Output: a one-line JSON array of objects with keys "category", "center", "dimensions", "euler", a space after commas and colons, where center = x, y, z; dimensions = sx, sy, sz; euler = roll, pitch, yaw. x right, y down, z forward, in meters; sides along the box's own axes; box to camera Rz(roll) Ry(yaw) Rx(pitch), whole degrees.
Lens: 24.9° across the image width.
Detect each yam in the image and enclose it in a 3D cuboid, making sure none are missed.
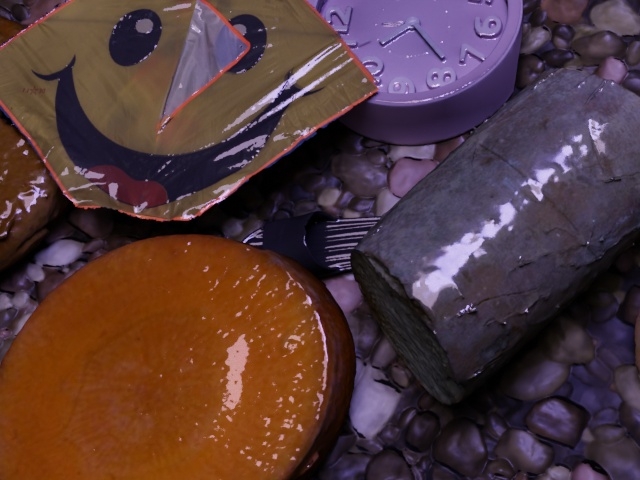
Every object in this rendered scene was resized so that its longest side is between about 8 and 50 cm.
[{"category": "yam", "center": [0.151, -0.011, 1.129], "dimensions": [0.268, 0.161, 0.161], "euler": [-43, 63, -12]}]

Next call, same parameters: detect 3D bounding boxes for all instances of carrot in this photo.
[{"category": "carrot", "center": [-0.122, 0.123, 1.144], "dimensions": [0.307, 0.100, 0.258], "euler": [-26, 64, 11]}]

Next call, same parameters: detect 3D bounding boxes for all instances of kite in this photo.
[{"category": "kite", "center": [-0.128, -0.161, 1.272], "dimensions": [0.377, 0.013, 0.328], "euler": [7, 64, 15]}]

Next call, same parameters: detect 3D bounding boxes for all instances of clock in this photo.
[{"category": "clock", "center": [0.083, -0.185, 1.287], "dimensions": [0.196, 0.068, 0.197], "euler": [-5, 62, 9]}]

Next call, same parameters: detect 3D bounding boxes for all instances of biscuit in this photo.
[{"category": "biscuit", "center": [-0.347, -0.080, 1.310], "dimensions": [0.296, 0.075, 0.296], "euler": [-4, 62, 7]}]

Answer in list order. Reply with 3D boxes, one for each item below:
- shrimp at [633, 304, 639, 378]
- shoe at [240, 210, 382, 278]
[{"category": "shrimp", "center": [0.350, 0.002, 1.123], "dimensions": [0.287, 0.068, 0.185], "euler": [-31, 48, 1]}, {"category": "shoe", "center": [0.000, 0.000, 1.215], "dimensions": [0.159, 0.053, 0.062], "euler": [-7, 64, 5]}]
